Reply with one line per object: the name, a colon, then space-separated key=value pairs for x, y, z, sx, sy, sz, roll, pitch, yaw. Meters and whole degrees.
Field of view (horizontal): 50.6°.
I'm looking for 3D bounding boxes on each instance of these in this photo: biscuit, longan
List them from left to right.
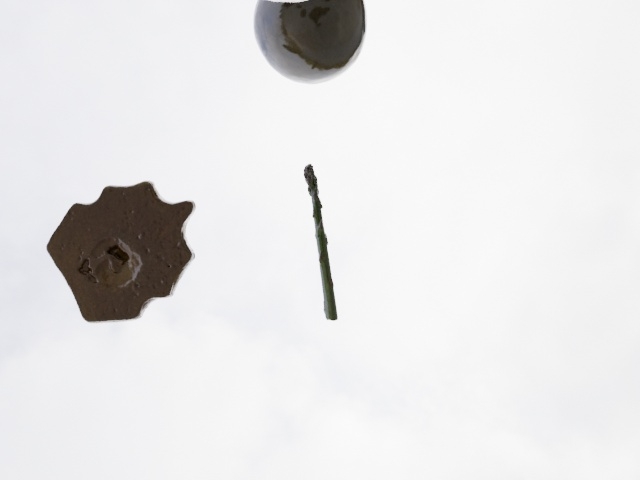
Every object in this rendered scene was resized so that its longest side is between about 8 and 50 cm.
biscuit: x=-0.258 y=0.008 z=0.926 sx=0.215 sy=0.034 sz=0.182 roll=-31 pitch=-94 yaw=7
longan: x=-0.021 y=-0.343 z=1.038 sx=0.204 sy=0.184 sz=0.159 roll=56 pitch=-144 yaw=-11

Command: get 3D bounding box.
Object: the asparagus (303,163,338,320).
asparagus: x=0.000 y=0.000 z=1.040 sx=0.024 sy=0.025 sz=0.249 roll=8 pitch=-108 yaw=-66
